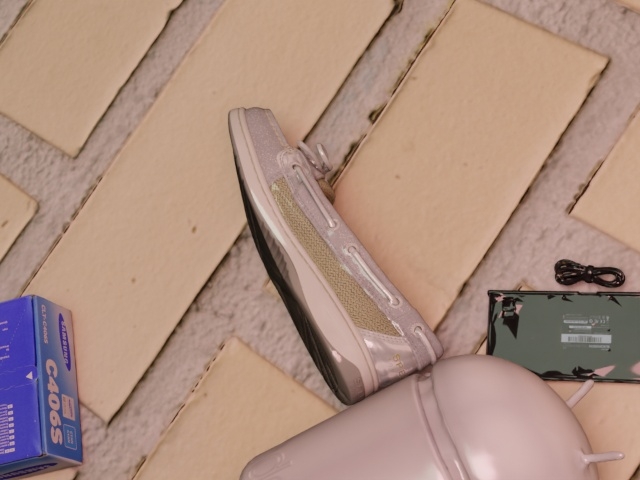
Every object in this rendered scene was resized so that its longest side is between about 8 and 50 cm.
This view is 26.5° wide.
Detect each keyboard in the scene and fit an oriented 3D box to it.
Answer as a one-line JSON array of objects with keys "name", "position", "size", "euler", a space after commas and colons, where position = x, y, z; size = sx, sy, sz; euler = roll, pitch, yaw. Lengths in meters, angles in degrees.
[{"name": "keyboard", "position": [0.234, 0.070, 1.187], "size": [0.180, 0.023, 0.108], "euler": [0, 80, 20]}]

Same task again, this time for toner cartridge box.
[{"name": "toner cartridge box", "position": [-0.413, 0.178, 1.370], "size": [0.348, 0.075, 0.165], "euler": [-14, 70, 17]}]

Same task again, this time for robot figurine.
[{"name": "robot figurine", "position": [0.074, 0.221, 1.098], "size": [0.353, 0.199, 0.300], "euler": [-29, 31, 10]}]

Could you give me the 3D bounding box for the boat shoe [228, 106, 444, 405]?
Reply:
[{"name": "boat shoe", "position": [0.000, 0.000, 1.249], "size": [0.103, 0.118, 0.320], "euler": [-21, 56, -10]}]
